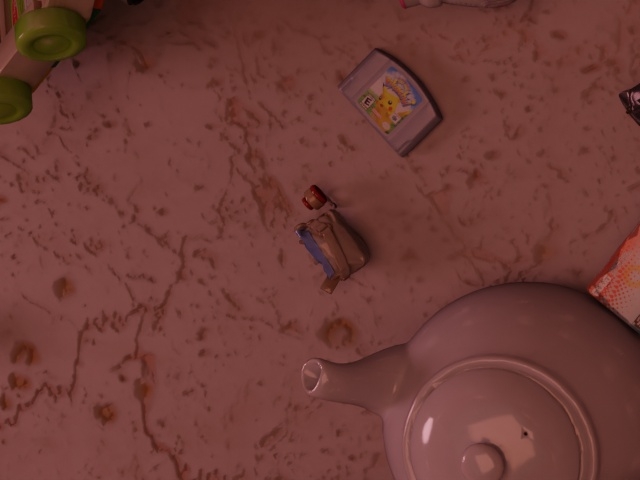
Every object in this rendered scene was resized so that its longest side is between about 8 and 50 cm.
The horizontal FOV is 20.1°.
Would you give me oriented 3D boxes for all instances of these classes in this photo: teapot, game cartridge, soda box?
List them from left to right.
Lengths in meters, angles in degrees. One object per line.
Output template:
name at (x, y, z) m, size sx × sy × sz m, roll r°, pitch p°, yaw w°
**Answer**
game cartridge at (0.060, -0.118, 1.513) m, size 0.056 × 0.017 × 0.083 m, roll -45°, pitch 82°, yaw 16°
teapot at (0.158, 0.159, 1.426) m, size 0.256 × 0.187 × 0.252 m, roll -23°, pitch 90°, yaw 21°
soda box at (0.291, -0.015, 1.419) m, size 0.063 × 0.058 × 0.183 m, roll 40°, pitch 110°, yaw 10°

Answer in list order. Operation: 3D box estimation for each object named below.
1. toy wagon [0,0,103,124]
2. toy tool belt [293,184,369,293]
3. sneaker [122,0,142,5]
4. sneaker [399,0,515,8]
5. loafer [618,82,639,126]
toy wagon at (-0.267, -0.234, 1.533) m, size 0.344 × 0.068 × 0.267 m, roll -39°, pitch 52°, yaw 52°
toy tool belt at (0.000, 0.000, 1.533) m, size 0.051 × 0.052 × 0.083 m, roll -39°, pitch 83°, yaw 12°
sneaker at (-0.173, -0.311, 1.536) m, size 0.094 × 0.081 × 0.208 m, roll 20°, pitch 105°, yaw 19°
sneaker at (0.141, -0.294, 1.419) m, size 0.111 × 0.103 × 0.252 m, roll 15°, pitch 100°, yaw 2°
loafer at (0.298, -0.151, 1.397) m, size 0.061 × 0.062 × 0.170 m, roll 42°, pitch 108°, yaw 15°
